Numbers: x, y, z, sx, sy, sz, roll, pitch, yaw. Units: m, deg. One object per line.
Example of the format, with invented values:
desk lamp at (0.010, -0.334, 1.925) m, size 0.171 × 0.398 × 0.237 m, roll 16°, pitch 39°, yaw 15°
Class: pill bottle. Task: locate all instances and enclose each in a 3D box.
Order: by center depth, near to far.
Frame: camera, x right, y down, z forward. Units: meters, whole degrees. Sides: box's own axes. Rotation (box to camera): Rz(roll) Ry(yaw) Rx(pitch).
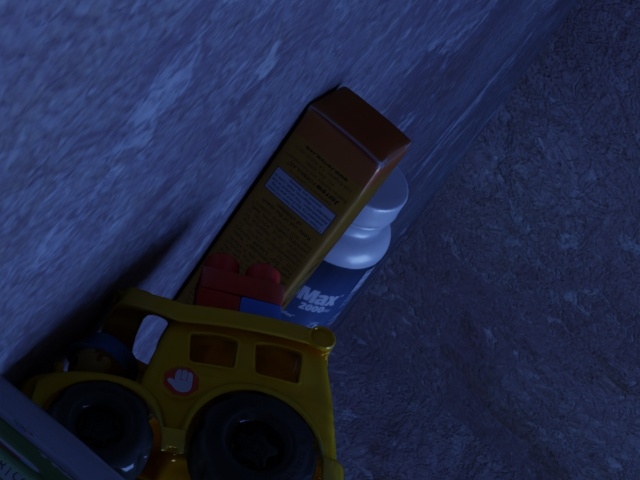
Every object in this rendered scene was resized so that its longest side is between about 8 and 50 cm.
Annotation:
pill bottle at (0.000, 0.000, 1.210) m, size 0.108 × 0.108 × 0.180 m, roll -44°, pitch 171°, yaw -50°

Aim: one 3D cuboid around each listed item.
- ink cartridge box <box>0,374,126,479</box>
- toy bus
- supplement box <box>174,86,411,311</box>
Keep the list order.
ink cartridge box at (-0.161, 0.113, 0.647) m, size 0.062 × 0.109 × 0.209 m, roll -50°, pitch 175°, yaw -7°
toy bus at (-0.096, 0.101, 0.891) m, size 0.149 × 0.220 × 0.211 m, roll 116°, pitch -19°, yaw -52°
supplement box at (-0.028, -0.009, 1.090) m, size 0.233 × 0.080 × 0.078 m, roll -55°, pitch 172°, yaw 28°
